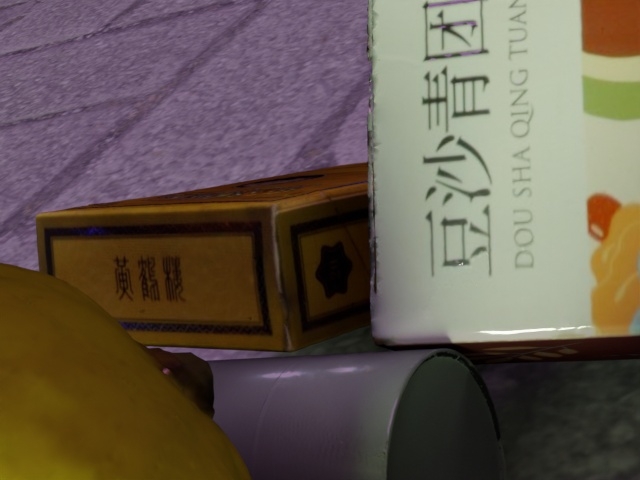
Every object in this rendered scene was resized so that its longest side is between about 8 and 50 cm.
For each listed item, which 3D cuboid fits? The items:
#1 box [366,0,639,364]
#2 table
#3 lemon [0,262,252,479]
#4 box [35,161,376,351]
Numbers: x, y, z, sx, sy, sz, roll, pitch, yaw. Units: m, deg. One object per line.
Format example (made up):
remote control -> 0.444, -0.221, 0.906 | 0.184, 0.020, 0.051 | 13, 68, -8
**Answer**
box -> 0.222, -0.118, 0.686 | 0.385, 0.345, 0.122 | -4, -10, 21
table -> -0.031, 0.122, 0.706 | 0.220, 0.126, 0.126 | -7, 27, 32
lemon -> -0.165, 0.156, 0.551 | 0.297, 0.297, 0.297 | -18, 23, 8
box -> 0.000, 0.000, 0.868 | 0.192, 0.084, 0.301 | -3, 6, 39
